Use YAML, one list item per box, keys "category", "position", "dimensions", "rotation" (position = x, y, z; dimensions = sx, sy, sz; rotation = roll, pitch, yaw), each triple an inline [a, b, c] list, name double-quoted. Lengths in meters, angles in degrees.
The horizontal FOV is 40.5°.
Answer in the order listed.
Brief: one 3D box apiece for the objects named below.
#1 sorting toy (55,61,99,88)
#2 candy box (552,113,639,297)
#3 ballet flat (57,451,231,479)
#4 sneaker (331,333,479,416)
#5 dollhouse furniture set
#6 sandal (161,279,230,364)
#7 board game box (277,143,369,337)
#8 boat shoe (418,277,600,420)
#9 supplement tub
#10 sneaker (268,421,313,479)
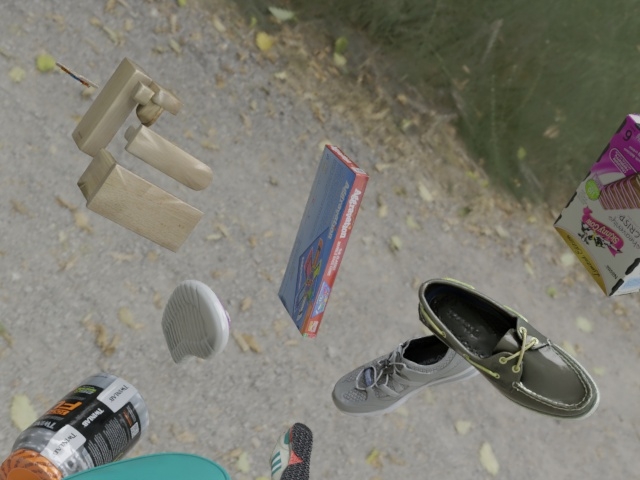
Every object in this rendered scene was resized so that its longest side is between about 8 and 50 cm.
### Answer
- category: "sorting toy"
  position: [-0.408, -0.274, 1.479]
  dimensions: [0.062, 0.012, 0.083]
  rotation: [31, 0, 22]
- category: "candy box"
  position: [0.463, -0.050, 1.289]
  dimensions: [0.071, 0.233, 0.159]
  rotation: [-7, 49, -28]
- category: "ballet flat"
  position: [-0.238, 0.295, 0.665]
  dimensions: [0.483, 0.164, 0.182]
  rotation: [1, 105, -65]
- category: "sneaker"
  position: [0.139, 0.218, 1.530]
  dimensions: [0.115, 0.281, 0.105]
  rotation: [53, 17, -45]
- category: "dollhouse furniture set"
  position: [-0.197, -0.101, 1.004]
  dimensions: [0.123, 0.144, 0.151]
  rotation: [31, 9, -38]
- category: "sandal"
  position: [-0.252, 0.167, 1.852]
  dimensions: [0.102, 0.416, 0.169]
  rotation: [-18, 86, -26]
- category: "board game box"
  position: [0.000, 0.000, 1.402]
  dimensions: [0.027, 0.281, 0.145]
  rotation: [10, 21, -23]
- category: "boat shoe"
  position: [0.268, 0.157, 1.277]
  dimensions: [0.305, 0.109, 0.091]
  rotation: [34, -8, 28]
- category: "supplement tub"
  position: [-0.529, 0.441, 1.879]
  dimensions: [0.193, 0.193, 0.316]
  rotation: [51, 31, -4]
- category: "sneaker"
  position: [-0.060, 0.396, 1.490]
  dimensions: [0.057, 0.075, 0.161]
  rotation: [30, 48, -21]
